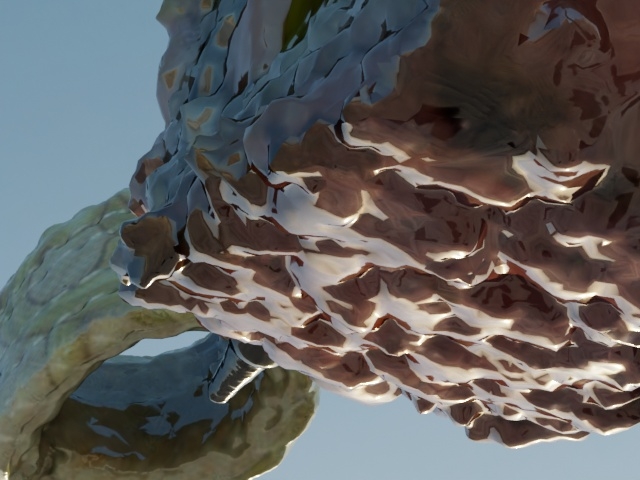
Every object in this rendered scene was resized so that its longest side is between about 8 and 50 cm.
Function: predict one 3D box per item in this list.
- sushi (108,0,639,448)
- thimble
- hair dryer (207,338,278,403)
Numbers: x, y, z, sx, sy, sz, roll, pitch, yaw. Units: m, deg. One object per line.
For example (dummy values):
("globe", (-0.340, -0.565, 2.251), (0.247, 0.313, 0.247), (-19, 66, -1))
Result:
("sushi", (0.070, -0.069, 0.541), (0.170, 0.237, 0.270), (29, -33, -17))
("thimble", (-0.096, 0.061, 0.985), (0.190, 0.143, 0.137), (-21, -59, 0))
("hair dryer", (-0.014, -0.005, 0.757), (0.173, 0.050, 0.195), (35, -56, -24))
